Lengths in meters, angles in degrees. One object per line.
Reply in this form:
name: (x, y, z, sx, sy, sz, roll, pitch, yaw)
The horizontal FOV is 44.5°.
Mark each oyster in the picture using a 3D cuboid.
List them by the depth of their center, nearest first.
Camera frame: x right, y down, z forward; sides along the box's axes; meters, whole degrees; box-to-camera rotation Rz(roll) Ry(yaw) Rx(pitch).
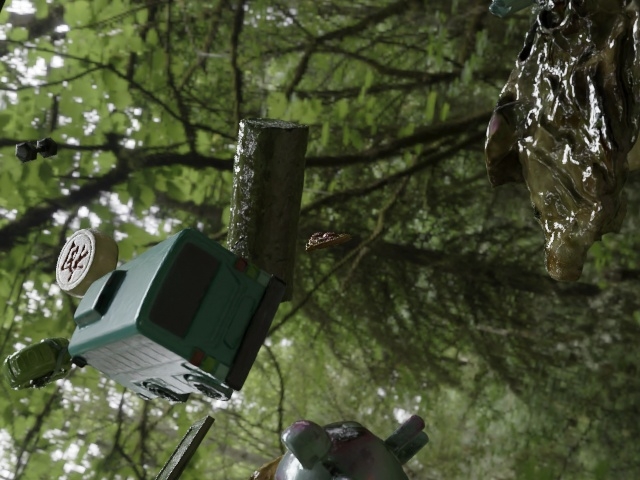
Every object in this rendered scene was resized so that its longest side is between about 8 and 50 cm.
oyster: (0.187, -0.146, 0.563, 0.221, 0.096, 0.361, 23, -104, -69)

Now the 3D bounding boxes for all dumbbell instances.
dumbbell: (-0.521, -0.167, 1.438, 0.083, 0.040, 0.036, -37, -68, -67)

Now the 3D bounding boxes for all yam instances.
yam: (-0.051, -0.029, 0.716, 0.068, 0.068, 0.169, -32, -49, -61)

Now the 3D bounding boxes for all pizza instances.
pizza: (0.002, 0.001, 1.613, 0.099, 0.100, 0.029, -22, -79, -52)

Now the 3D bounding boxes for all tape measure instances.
tape measure: (-0.618, 0.274, 1.724, 0.154, 0.087, 0.177, -17, -18, -33)

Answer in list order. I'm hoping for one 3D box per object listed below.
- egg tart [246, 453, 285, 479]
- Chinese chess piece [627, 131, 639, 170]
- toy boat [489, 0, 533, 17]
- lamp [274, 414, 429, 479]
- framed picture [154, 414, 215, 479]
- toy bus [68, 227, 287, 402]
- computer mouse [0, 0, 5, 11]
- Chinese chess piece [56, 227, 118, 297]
egg tart: (-0.040, 0.524, 1.456, 0.169, 0.388, 0.388, 63, -142, -24)
Chinese chess piece: (0.366, -0.174, 0.944, 0.104, 0.257, 0.257, 62, -144, -17)
toy boat: (0.465, -0.569, 1.716, 0.079, 0.207, 0.134, 65, -171, 5)
lamp: (0.082, 0.357, 1.015, 0.247, 0.301, 0.247, -41, -36, -12)
framed picture: (-0.265, 0.414, 1.442, 0.189, 0.023, 0.260, -57, 4, -20)
toy bus: (-0.101, 0.053, 0.510, 0.092, 0.160, 0.079, 34, -117, -20)
computer mouse: (-0.643, -0.464, 1.503, 0.192, 0.062, 0.106, -54, 34, 29)
Chinese chess piece: (-0.401, 0.039, 1.342, 0.051, 0.122, 0.122, 30, -109, -44)
